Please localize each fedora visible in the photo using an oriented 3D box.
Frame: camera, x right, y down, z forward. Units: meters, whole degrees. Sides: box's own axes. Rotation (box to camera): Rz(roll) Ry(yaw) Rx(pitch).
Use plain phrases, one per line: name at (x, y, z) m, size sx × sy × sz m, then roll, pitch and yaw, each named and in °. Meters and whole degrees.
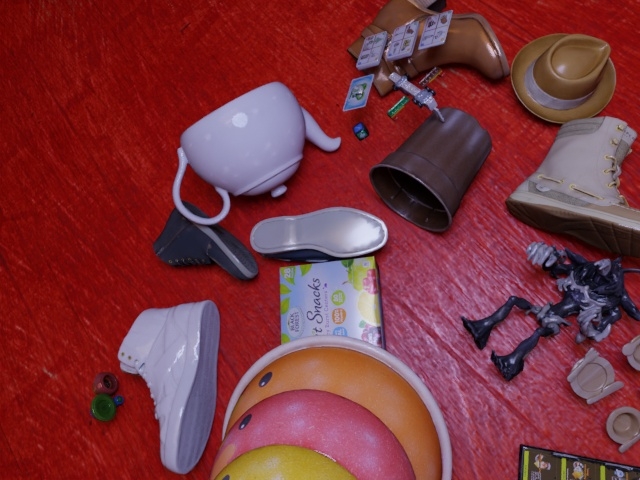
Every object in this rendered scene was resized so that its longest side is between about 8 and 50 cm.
fedora at (0.439, -0.302, 0.844) m, size 0.194 × 0.079 × 0.194 m, roll 0°, pitch 77°, yaw -1°

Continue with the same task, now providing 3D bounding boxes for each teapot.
teapot at (-0.129, -0.164, 0.912) m, size 0.256 × 0.252 × 0.187 m, roll -21°, pitch 104°, yaw 29°

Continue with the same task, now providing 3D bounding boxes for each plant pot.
plant pot at (0.200, -0.130, 0.833) m, size 0.167 × 0.167 × 0.165 m, roll 35°, pitch 76°, yaw 22°

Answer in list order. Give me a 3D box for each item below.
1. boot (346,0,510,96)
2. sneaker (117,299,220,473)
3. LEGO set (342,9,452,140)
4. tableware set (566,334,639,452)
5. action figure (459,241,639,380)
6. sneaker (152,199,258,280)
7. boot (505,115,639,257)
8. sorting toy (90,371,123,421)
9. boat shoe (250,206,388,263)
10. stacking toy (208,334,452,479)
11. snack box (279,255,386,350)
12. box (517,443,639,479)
boot at (0.203, -0.361, 0.938) m, size 0.220 × 0.109 × 0.283 m, roll -39°, pitch 78°, yaw 8°
sneaker at (-0.281, 0.257, 0.862) m, size 0.169 × 0.108 × 0.292 m, roll -7°, pitch 61°, yaw 15°
LEGO set at (0.137, -0.281, 0.854) m, size 0.182 × 0.060 × 0.244 m, roll -2°, pitch 61°, yaw 38°
tableware set at (0.446, 0.212, 0.686) m, size 0.141 × 0.020 × 0.168 m, roll -34°, pitch 94°, yaw 2°
action figure at (0.363, 0.092, 0.721) m, size 0.276 × 0.141 × 0.164 m, roll -35°, pitch 55°, yaw 3°
sneaker at (-0.225, 0.031, 0.941) m, size 0.222 × 0.083 × 0.118 m, roll 40°, pitch 101°, yaw 20°
boot at (0.456, -0.092, 0.751) m, size 0.203 × 0.095 × 0.262 m, roll -52°, pitch 39°, yaw -9°
sorting toy at (-0.409, 0.299, 0.900) m, size 0.042 × 0.061 × 0.102 m, roll -33°, pitch 38°, yaw 17°
boat shoe at (0.000, 0.000, 0.880) m, size 0.254 × 0.079 × 0.095 m, roll -7°, pitch 72°, yaw 15°
stacking toy at (-0.024, 0.314, 0.532) m, size 0.351 × 0.480 × 0.350 m, roll 0°, pitch 89°, yaw 12°
snack box at (0.021, 0.143, 0.831) m, size 0.174 × 0.070 × 0.207 m, roll -7°, pitch 69°, yaw 12°
box at (0.370, 0.401, 0.665) m, size 0.184 × 0.045 × 0.190 m, roll 4°, pitch 74°, yaw 19°
